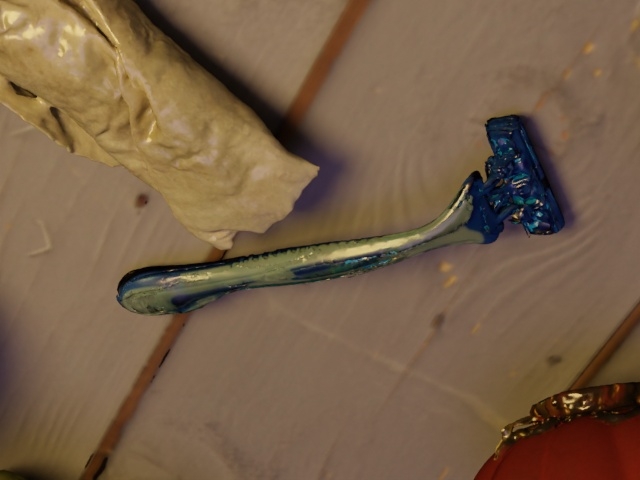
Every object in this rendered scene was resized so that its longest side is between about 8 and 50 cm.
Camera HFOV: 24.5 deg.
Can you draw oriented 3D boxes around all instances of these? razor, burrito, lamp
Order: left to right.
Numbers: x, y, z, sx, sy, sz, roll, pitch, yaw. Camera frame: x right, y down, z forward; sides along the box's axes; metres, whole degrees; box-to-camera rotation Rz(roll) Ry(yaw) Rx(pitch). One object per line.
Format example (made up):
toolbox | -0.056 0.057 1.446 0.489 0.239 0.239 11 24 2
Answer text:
burrito | -0.176 -0.130 0.923 0.392 0.076 0.117 38 121 -19
razor | -0.001 0.007 1.011 0.324 0.056 0.093 -16 122 18
lamp | 0.210 0.208 1.025 0.227 0.227 0.227 3 125 5

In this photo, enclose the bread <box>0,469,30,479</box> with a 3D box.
bread | -0.236 0.375 1.125 0.308 0.348 0.348 38 120 -13
